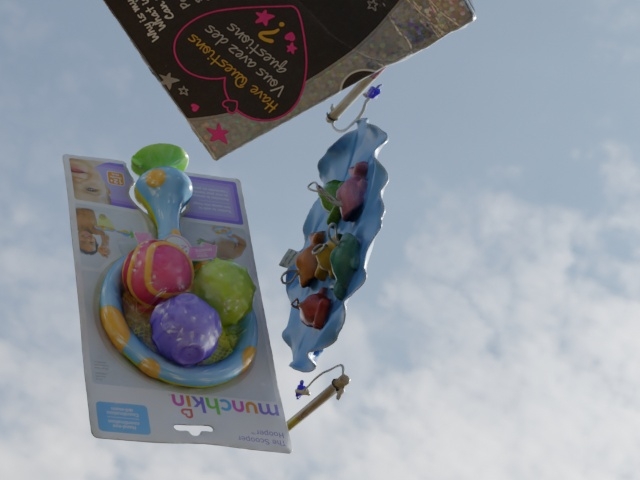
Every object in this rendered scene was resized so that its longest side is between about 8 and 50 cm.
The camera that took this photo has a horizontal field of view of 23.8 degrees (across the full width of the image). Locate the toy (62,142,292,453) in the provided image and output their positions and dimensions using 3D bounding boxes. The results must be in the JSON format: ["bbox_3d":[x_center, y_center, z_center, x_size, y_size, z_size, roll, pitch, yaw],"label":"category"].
[{"bbox_3d":[-0.092,0.025,1.012,0.137,0.237,0.056,8,-46,-25],"label":"toy"}]

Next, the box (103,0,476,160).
[{"bbox_3d":[-0.030,-0.175,0.733,0.142,0.247,0.163,-27,-65,15],"label":"box"}]

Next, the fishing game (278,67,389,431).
[{"bbox_3d":[0.000,0.000,1.065,0.041,0.264,0.189,15,-21,-14],"label":"fishing game"}]
